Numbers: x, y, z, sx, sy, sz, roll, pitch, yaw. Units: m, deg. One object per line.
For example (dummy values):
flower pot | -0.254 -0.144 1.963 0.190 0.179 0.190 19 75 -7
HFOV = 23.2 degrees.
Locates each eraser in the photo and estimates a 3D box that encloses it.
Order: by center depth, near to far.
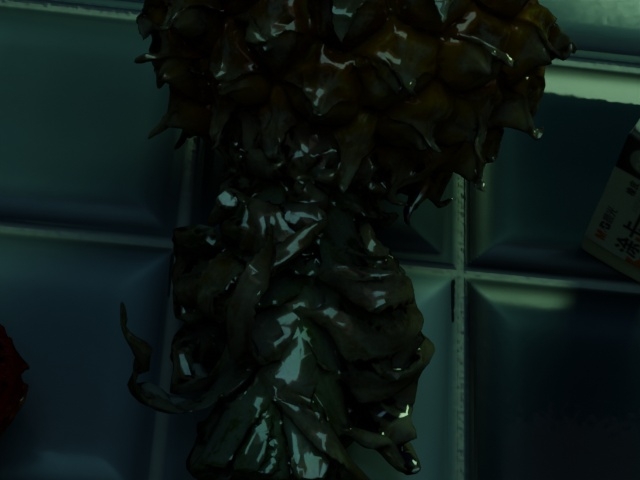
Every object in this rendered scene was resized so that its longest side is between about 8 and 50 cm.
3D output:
eraser | 0.189 -0.024 0.892 0.052 0.122 0.029 32 59 13

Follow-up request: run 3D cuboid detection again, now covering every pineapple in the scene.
pineapple | 0.000 0.000 0.824 0.262 0.262 0.272 9 76 -2

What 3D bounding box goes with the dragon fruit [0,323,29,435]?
dragon fruit | -0.211 0.082 0.810 0.106 0.083 0.162 -9 41 -33
